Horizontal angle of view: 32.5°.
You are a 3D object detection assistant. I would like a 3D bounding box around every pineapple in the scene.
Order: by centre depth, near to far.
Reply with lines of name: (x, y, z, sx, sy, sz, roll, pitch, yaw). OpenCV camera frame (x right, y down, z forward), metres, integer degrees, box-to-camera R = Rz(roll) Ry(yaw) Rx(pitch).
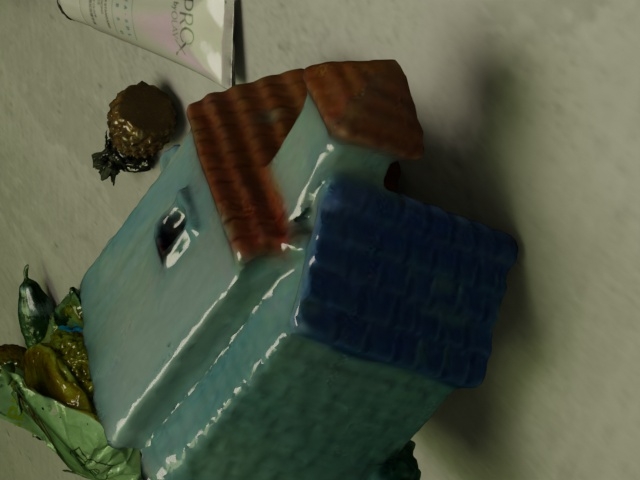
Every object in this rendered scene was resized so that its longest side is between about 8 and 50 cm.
pineapple: (-0.198, -0.104, 1.140, 0.074, 0.074, 0.159, 63, 152, 9)

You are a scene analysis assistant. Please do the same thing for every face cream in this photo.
face cream: (-0.161, -0.213, 1.038, 0.244, 0.058, 0.092, 23, 122, 40)

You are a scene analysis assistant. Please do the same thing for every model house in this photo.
model house: (0.000, 0.000, 0.812, 0.329, 0.252, 0.295, -59, 32, 25)

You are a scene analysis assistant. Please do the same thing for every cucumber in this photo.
cucumber: (-0.397, 0.152, 1.585, 0.056, 0.056, 0.250, 20, 126, 49)

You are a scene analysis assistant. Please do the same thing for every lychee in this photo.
lychee: (-0.477, 0.216, 1.688, 0.147, 0.114, 0.114, 25, 130, 23)

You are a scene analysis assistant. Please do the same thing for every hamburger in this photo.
hamburger: (-0.340, 0.209, 1.448, 0.261, 0.151, 0.276, 35, 134, 39)
